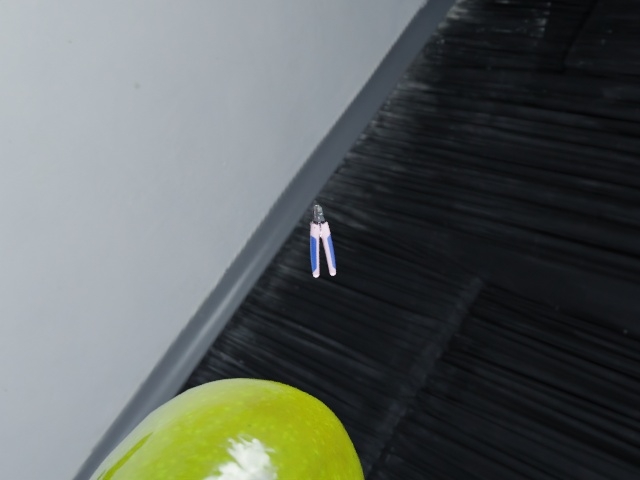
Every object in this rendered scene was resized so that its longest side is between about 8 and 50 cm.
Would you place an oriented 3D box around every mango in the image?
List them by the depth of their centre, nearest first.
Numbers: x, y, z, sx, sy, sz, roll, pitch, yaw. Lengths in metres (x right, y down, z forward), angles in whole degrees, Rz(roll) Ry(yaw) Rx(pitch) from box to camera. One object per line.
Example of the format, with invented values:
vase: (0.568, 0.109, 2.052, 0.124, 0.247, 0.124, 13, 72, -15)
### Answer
mango: (-0.068, 0.180, 0.330, 0.293, 0.142, 0.175, -57, 157, -52)

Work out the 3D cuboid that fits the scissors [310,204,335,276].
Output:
scissors: (0.000, 0.000, 1.156, 0.039, 0.012, 0.114, -6, 86, -17)
